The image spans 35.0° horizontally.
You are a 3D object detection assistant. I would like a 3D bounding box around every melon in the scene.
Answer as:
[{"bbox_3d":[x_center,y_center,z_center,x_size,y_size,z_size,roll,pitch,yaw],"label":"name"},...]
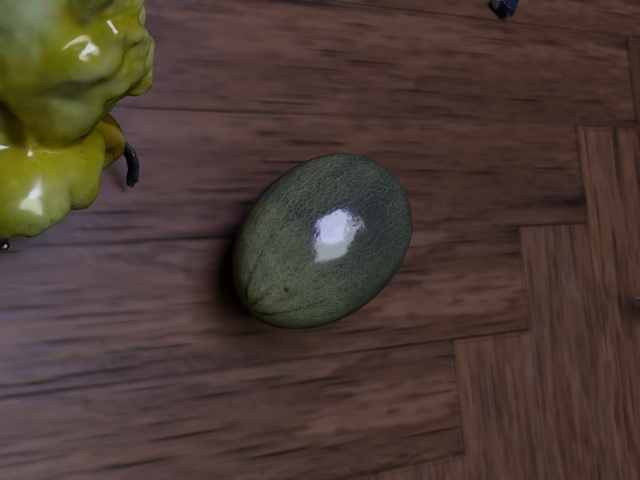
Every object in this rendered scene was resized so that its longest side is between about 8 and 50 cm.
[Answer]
[{"bbox_3d":[0.000,0.000,0.635,0.131,0.098,0.098,-38,105,-29],"label":"melon"}]

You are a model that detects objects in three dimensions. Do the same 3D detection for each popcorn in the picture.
[{"bbox_3d":[-0.153,-0.096,0.505,0.173,0.169,0.195,-56,133,-68],"label":"popcorn"}]

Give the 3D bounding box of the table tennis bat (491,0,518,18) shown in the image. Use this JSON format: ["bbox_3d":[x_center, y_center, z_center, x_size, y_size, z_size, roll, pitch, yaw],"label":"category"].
[{"bbox_3d":[0.177,-0.248,0.846,0.095,0.014,0.158,40,61,-26],"label":"table tennis bat"}]

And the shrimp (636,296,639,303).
[{"bbox_3d":[0.331,0.064,0.878,0.165,0.065,0.056,4,105,-35],"label":"shrimp"}]
